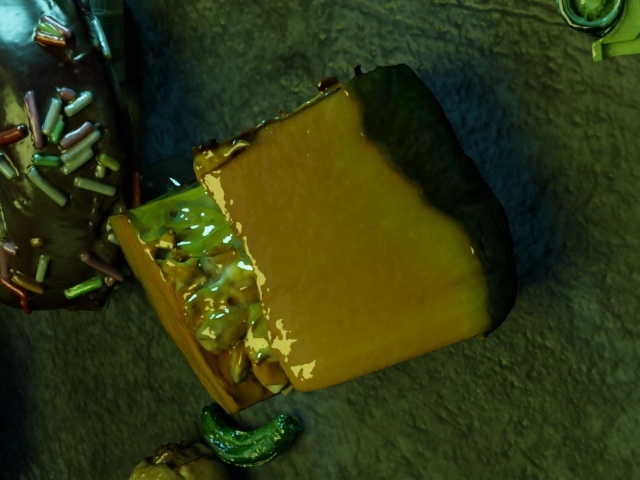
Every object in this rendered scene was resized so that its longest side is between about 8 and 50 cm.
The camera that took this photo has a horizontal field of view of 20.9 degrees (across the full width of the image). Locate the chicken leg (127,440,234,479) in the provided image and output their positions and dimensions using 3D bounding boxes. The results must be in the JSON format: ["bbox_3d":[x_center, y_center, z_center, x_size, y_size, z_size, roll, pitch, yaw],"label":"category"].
[{"bbox_3d":[-0.149,0.293,1.679,0.107,0.087,0.251,46,133,34],"label":"chicken leg"}]

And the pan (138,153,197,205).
[{"bbox_3d":[-0.116,0.009,1.594,0.202,0.048,0.128,35,124,28],"label":"pan"}]

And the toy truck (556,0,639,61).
[{"bbox_3d":[0.223,-0.263,1.219,0.135,0.128,0.260,-8,96,14],"label":"toy truck"}]

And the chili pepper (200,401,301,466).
[{"bbox_3d":[-0.067,0.184,1.611,0.118,0.035,0.055,3,70,43],"label":"chili pepper"}]

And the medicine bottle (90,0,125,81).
[{"bbox_3d":[-0.205,-0.190,1.616,0.047,0.047,0.083,12,110,36],"label":"medicine bottle"}]

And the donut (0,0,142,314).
[{"bbox_3d":[-0.265,-0.078,1.587,0.259,0.136,0.345,31,132,55],"label":"donut"}]

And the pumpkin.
[{"bbox_3d":[0.000,0.000,1.369,0.303,0.256,0.225,-17,96,64],"label":"pumpkin"}]
